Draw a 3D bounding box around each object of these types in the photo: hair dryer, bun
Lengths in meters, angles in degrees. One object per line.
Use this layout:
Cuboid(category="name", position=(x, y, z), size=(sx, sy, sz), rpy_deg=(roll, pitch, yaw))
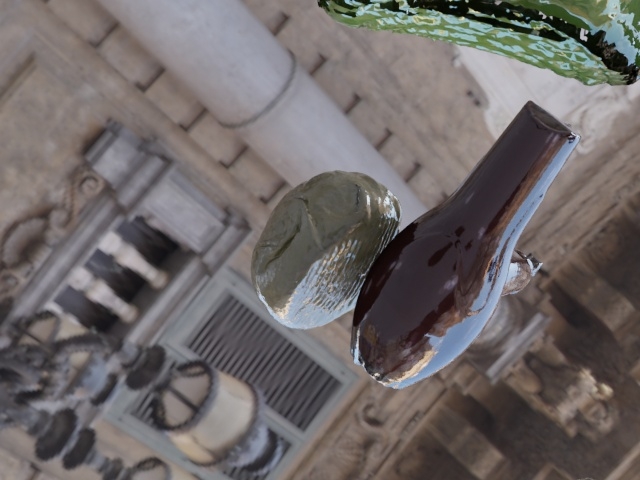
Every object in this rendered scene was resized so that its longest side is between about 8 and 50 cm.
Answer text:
Cuboid(category="hair dryer", position=(0.190, 0.001, 1.088), size=(0.123, 0.340, 0.312), rpy_deg=(44, -65, 21))
Cuboid(category="bun", position=(0.000, 0.000, 1.072), size=(0.173, 0.166, 0.113), rpy_deg=(-45, -117, 6))

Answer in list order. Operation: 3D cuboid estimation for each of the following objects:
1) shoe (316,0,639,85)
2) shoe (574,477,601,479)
Cuboid(category="shoe", position=(0.071, -0.131, 0.458), size=(0.140, 0.262, 0.128), rpy_deg=(2, -82, 13))
Cuboid(category="shoe", position=(0.103, 0.147, 0.340), size=(0.092, 0.180, 0.089), rpy_deg=(-44, -133, 9))
